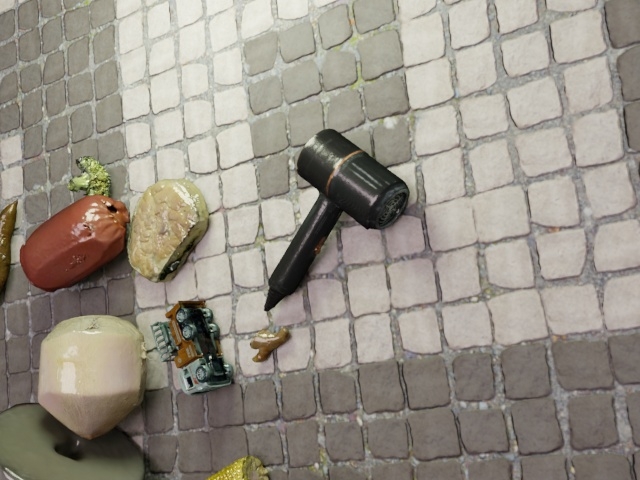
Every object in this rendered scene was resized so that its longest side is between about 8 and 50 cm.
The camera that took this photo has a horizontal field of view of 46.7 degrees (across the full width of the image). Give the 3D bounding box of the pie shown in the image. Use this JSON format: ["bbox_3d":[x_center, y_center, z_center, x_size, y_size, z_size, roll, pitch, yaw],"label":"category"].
[{"bbox_3d":[-0.323,-0.032,1.515,0.185,0.052,0.218,47,109,24],"label":"pie"}]

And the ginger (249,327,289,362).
[{"bbox_3d":[-0.098,0.185,1.371,0.048,0.030,0.097,45,111,-2],"label":"ginger"}]

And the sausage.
[{"bbox_3d":[-0.521,0.009,1.568,0.280,0.152,0.152,-29,70,25],"label":"sausage"}]

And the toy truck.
[{"bbox_3d":[-0.249,0.215,1.426,0.115,0.080,0.177,-35,67,28],"label":"toy truck"}]

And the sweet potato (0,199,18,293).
[{"bbox_3d":[-0.763,0.031,1.758,0.067,0.067,0.273,11,87,31],"label":"sweet potato"}]

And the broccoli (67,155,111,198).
[{"bbox_3d":[-0.503,-0.131,1.611,0.095,0.092,0.097,22,113,43],"label":"broccoli"}]

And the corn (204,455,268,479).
[{"bbox_3d":[-0.202,0.486,1.356,0.244,0.093,0.093,-42,65,19],"label":"corn"}]

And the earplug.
[{"bbox_3d":[-0.556,0.559,1.429,0.313,0.313,0.394,31,101,29],"label":"earplug"}]

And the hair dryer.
[{"bbox_3d":[0.000,0.000,1.311,0.189,0.107,0.352,39,112,26],"label":"hair dryer"}]

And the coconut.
[{"bbox_3d":[-0.446,0.270,1.464,0.224,0.224,0.234,-21,75,27],"label":"coconut"}]
